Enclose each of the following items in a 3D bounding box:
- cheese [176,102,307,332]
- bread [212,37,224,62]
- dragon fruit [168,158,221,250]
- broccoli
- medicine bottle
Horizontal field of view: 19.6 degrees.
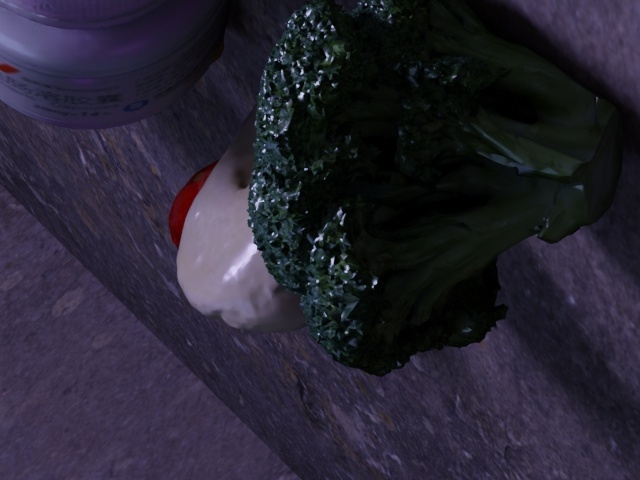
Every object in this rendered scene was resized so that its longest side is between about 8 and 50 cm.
[{"bbox_3d":[0.001,0.001,1.687,0.251,0.248,0.173,49,169,-32],"label":"cheese"},{"bbox_3d":[-0.203,-0.238,1.802,0.240,0.139,0.240,40,174,5],"label":"bread"},{"bbox_3d":[-0.079,-0.014,2.022,0.172,0.172,0.209,52,155,-18],"label":"dragon fruit"},{"bbox_3d":[0.074,-0.046,1.330,0.275,0.308,0.308,8,146,30],"label":"broccoli"},{"bbox_3d":[-0.193,-0.251,1.517,0.256,0.256,0.325,46,166,6],"label":"medicine bottle"}]
